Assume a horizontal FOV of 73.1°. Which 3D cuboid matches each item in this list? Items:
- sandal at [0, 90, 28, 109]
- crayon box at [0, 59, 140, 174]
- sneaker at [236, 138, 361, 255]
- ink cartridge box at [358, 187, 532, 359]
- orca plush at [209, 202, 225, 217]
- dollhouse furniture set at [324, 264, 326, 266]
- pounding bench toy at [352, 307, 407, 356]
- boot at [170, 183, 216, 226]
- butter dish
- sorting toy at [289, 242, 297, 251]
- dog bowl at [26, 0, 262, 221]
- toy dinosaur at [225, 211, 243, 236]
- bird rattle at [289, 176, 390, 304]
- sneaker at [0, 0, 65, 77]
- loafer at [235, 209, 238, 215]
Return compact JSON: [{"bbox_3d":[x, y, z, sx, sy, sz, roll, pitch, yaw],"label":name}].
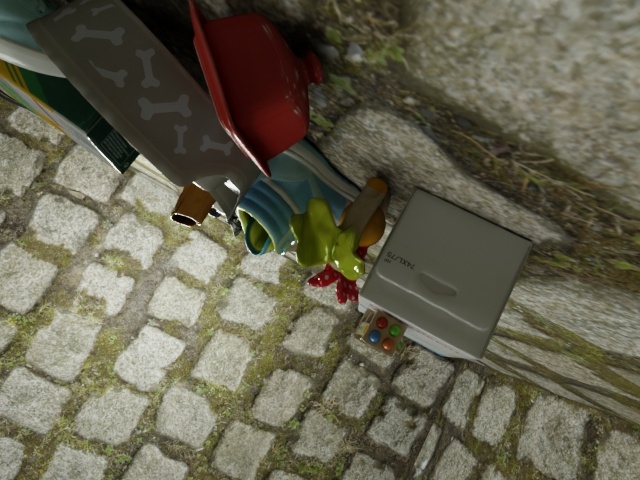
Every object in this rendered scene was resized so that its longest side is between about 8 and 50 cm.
[{"bbox_3d":[-0.687,-0.423,0.877,0.106,0.168,0.445,-1,154,36],"label":"sandal"},{"bbox_3d":[-0.511,-0.279,0.815,0.322,0.083,0.203,34,167,-1],"label":"crayon box"},{"bbox_3d":[-0.030,-0.036,0.812,0.127,0.208,0.319,16,165,49],"label":"sneaker"},{"bbox_3d":[0.195,0.074,0.760,0.198,0.197,0.270,28,170,10],"label":"ink cartridge box"},{"bbox_3d":[-0.319,-0.157,1.381,0.287,0.151,0.102,20,-161,31],"label":"orca plush"},{"bbox_3d":[0.016,-0.021,1.334,0.144,0.123,0.151,27,-154,14],"label":"dollhouse furniture set"},{"bbox_3d":[0.103,0.147,0.657,0.083,0.052,0.065,31,169,-6],"label":"pounding bench toy"},{"bbox_3d":[-0.331,-0.144,1.125,0.104,0.211,0.295,35,169,-33],"label":"boot"},{"bbox_3d":[-0.054,-0.172,0.473,0.160,0.118,0.160,56,-165,-80],"label":"butter dish"},{"bbox_3d":[0.000,0.000,1.147,0.192,0.038,0.208,-15,160,31],"label":"sorting toy"},{"bbox_3d":[-0.219,-0.186,0.613,0.349,0.102,0.349,46,178,2],"label":"dog bowl"},{"bbox_3d":[-0.109,-0.103,1.022,0.218,0.165,0.322,5,145,22],"label":"toy dinosaur"},{"bbox_3d":[0.064,0.004,0.740,0.143,0.207,0.253,31,171,24],"label":"bird rattle"},{"bbox_3d":[-0.457,-0.356,0.626,0.365,0.150,0.135,5,-138,-48],"label":"sneaker"},{"bbox_3d":[-0.046,-0.031,0.927,0.302,0.109,0.095,11,142,-29],"label":"loafer"}]
